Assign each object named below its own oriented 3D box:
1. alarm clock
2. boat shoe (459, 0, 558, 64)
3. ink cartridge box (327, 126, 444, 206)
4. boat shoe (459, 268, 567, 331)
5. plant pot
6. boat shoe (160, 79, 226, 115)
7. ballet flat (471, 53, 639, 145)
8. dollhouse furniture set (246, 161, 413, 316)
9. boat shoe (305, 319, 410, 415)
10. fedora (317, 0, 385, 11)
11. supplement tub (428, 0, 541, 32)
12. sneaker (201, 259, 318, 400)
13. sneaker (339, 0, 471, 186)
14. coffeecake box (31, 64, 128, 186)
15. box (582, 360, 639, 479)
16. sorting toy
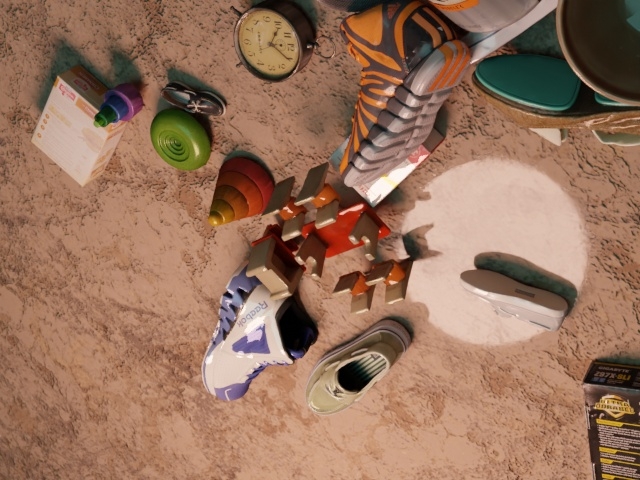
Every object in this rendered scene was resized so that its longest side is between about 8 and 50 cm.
[{"bbox_3d":[-0.057,-0.325,1.772,0.192,0.064,0.129,14,124,28],"label":"alarm clock"},{"bbox_3d":[0.274,-0.338,1.546,0.258,0.095,0.084,-33,93,30],"label":"boat shoe"},{"bbox_3d":[0.095,-0.138,1.786,0.115,0.067,0.198,45,131,0],"label":"ink cartridge box"},{"bbox_3d":[0.316,0.102,1.799,0.184,0.066,0.063,15,124,13],"label":"boat shoe"},{"bbox_3d":[0.437,-0.305,1.427,0.238,0.110,0.237,9,117,18],"label":"plant pot"},{"bbox_3d":[-0.229,-0.250,1.943,0.125,0.038,0.046,27,131,16],"label":"boat shoe"},{"bbox_3d":[0.386,-0.190,1.557,0.343,0.116,0.124,7,143,25],"label":"ballet flat"},{"bbox_3d":[0.000,0.000,1.884,0.259,0.135,0.262,-21,124,36],"label":"dollhouse furniture set"},{"bbox_3d":[0.050,0.250,2.032,0.109,0.094,0.302,44,131,2],"label":"boat shoe"},{"bbox_3d":[0.050,-0.477,1.541,0.244,0.124,0.275,-21,136,3],"label":"fedora"},{"bbox_3d":[0.155,-0.424,1.401,0.194,0.193,0.316,-21,142,39],"label":"supplement tub"},{"bbox_3d":[-0.112,0.207,2.088,0.182,0.127,0.315,28,127,18],"label":"sneaker"},{"bbox_3d":[0.091,-0.235,1.637,0.180,0.125,0.321,53,133,19],"label":"sneaker"},{"bbox_3d":[-0.462,-0.220,2.090,0.142,0.068,0.185,41,131,5],"label":"coffeecake box"},{"bbox_3d":[0.597,0.336,1.748,0.322,0.079,0.257,3,117,31],"label":"box"},{"bbox_3d":[-0.261,-0.140,1.956,0.366,0.126,0.127,36,137,2],"label":"sorting toy"}]
